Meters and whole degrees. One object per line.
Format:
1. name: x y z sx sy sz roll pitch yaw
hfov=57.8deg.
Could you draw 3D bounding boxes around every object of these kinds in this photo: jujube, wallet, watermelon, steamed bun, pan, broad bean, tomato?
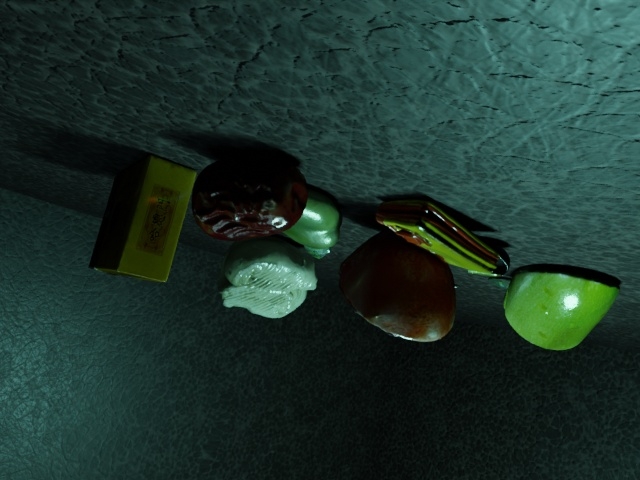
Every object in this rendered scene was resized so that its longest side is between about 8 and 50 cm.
1. jujube: -0.128 -0.074 1.048 0.230 0.155 0.155 2 166 35
2. wallet: 0.224 -0.002 1.132 0.241 0.067 0.141 29 168 -34
3. watermelon: -0.005 -0.001 1.689 0.084 0.072 0.092 26 132 -5
4. steamed bun: -0.188 0.099 2.018 0.324 0.219 0.310 14 135 -29
5. pan: 0.326 0.009 1.235 0.114 0.040 0.212 4 152 48
6. broad bean: -0.043 -0.058 1.229 0.169 0.100 0.228 2 156 20
7. tomato: 0.184 0.068 1.273 0.308 0.170 0.309 20 -158 -8

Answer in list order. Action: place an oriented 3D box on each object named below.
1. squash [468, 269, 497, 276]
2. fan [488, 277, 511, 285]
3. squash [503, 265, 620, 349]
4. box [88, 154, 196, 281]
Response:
1. squash: 0.438 0.079 1.546 0.083 0.028 0.027 10 171 24
2. fan: 0.641 0.153 1.749 0.294 0.012 0.223 15 172 -3
3. squash: 0.601 0.120 1.441 0.233 0.210 0.309 14 143 12
4. box: -0.440 -0.040 1.394 0.115 0.264 0.415 17 172 -29
